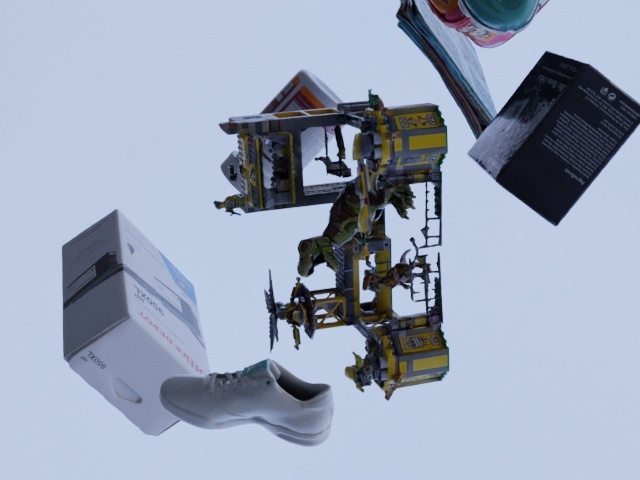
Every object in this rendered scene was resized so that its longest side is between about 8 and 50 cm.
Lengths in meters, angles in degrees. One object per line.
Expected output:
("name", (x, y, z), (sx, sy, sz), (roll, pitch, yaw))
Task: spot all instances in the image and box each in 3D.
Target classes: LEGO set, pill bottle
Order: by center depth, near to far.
("LEGO set", (0.000, 0.000, 0.994), (0.192, 0.332, 0.255), (-8, -155, -16))
("pill bottle", (-0.061, -0.173, 1.675), (0.221, 0.121, 0.121), (-46, -132, 13))

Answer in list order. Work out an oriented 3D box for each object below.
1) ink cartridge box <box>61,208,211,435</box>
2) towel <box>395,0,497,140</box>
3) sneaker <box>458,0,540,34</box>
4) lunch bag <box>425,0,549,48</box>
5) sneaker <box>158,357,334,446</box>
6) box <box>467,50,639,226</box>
("ink cartridge box", (-0.383, 0.165, 2.051), (0.166, 0.285, 0.395), (-34, -145, 8))
("towel", (0.188, -0.315, 1.542), (0.040, 0.271, 0.370), (-30, -152, 18))
("sneaker", (0.179, -0.340, 0.954), (0.107, 0.110, 0.275), (1, -84, -3))
("lunch bag", (0.221, -0.424, 1.273), (0.258, 0.120, 0.293), (-44, -127, 26))
("sneaker", (-0.086, 0.176, 1.176), (0.212, 0.094, 0.080), (10, -145, 1))
("box", (0.261, -0.120, 1.115), (0.158, 0.093, 0.156), (-54, -168, 11))
